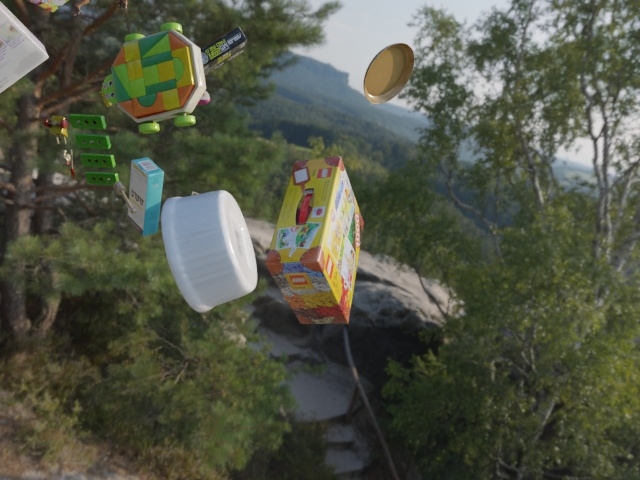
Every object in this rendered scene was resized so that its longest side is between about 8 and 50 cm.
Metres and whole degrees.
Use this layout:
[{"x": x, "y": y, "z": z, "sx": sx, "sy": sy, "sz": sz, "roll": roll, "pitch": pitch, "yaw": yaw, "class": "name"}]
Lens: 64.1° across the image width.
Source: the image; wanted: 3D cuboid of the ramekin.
[{"x": -0.246, "y": 0.017, "z": 1.182, "sx": 0.135, "sy": 0.277, "sz": 0.277, "roll": -16, "pitch": 15, "yaw": 3, "class": "ramekin"}]

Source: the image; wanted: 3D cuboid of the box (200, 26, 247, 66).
[{"x": -0.402, "y": -0.744, "z": 2.035, "sx": 0.060, "sy": 0.216, "sz": 0.270, "roll": 59, "pitch": -4, "yaw": -15, "class": "box"}]

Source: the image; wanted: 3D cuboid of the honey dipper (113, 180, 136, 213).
[{"x": -0.590, "y": -0.129, "z": 1.550, "sx": 0.031, "sy": 0.030, "sz": 0.161, "roll": 4, "pitch": 31, "yaw": -44, "class": "honey dipper"}]

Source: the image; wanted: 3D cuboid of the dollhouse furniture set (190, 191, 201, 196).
[{"x": -0.331, "y": -0.047, "z": 1.501, "sx": 0.161, "sy": 0.101, "sz": 0.182, "roll": 20, "pitch": 19, "yaw": -15, "class": "dollhouse furniture set"}]

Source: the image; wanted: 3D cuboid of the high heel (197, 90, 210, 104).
[{"x": -0.432, "y": -0.419, "z": 1.581, "sx": 0.244, "sy": 0.117, "sz": 0.082, "roll": 15, "pitch": 41, "yaw": 22, "class": "high heel"}]

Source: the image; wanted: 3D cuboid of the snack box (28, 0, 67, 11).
[{"x": -0.900, "y": -0.817, "z": 1.695, "sx": 0.037, "sy": 0.100, "sz": 0.141, "roll": 57, "pitch": 9, "yaw": -7, "class": "snack box"}]

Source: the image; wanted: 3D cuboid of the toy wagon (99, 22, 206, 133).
[{"x": -0.479, "y": -0.434, "z": 1.407, "sx": 0.345, "sy": 0.267, "sz": 0.068, "roll": -7, "pitch": 3, "yaw": 19, "class": "toy wagon"}]

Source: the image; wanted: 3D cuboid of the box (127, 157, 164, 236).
[{"x": -0.576, "y": -0.140, "z": 1.677, "sx": 0.101, "sy": 0.244, "sz": 0.060, "roll": 40, "pitch": 40, "yaw": 27, "class": "box"}]

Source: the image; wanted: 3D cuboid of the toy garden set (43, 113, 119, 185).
[{"x": -0.788, "y": -0.307, "z": 1.703, "sx": 0.204, "sy": 0.244, "sz": 0.049, "roll": 4, "pitch": 33, "yaw": 5, "class": "toy garden set"}]

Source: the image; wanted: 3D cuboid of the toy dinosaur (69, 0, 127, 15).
[{"x": -0.689, "y": -0.808, "z": 1.557, "sx": 0.296, "sy": 0.127, "sz": 0.200, "roll": -14, "pitch": -8, "yaw": -20, "class": "toy dinosaur"}]

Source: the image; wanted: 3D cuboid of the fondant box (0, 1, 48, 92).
[{"x": -1.016, "y": -0.606, "z": 1.485, "sx": 0.096, "sy": 0.238, "sz": 0.330, "roll": 54, "pitch": 0, "yaw": 36, "class": "fondant box"}]

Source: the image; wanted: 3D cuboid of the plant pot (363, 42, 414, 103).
[{"x": 0.243, "y": -0.610, "z": 1.859, "sx": 0.236, "sy": 0.236, "sz": 0.032, "roll": 1, "pitch": 38, "yaw": -49, "class": "plant pot"}]

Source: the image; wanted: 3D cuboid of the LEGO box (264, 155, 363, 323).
[{"x": 0.000, "y": 0.000, "z": 1.876, "sx": 0.193, "sy": 0.372, "sz": 0.499, "roll": -4, "pitch": 48, "yaw": 19, "class": "LEGO box"}]
